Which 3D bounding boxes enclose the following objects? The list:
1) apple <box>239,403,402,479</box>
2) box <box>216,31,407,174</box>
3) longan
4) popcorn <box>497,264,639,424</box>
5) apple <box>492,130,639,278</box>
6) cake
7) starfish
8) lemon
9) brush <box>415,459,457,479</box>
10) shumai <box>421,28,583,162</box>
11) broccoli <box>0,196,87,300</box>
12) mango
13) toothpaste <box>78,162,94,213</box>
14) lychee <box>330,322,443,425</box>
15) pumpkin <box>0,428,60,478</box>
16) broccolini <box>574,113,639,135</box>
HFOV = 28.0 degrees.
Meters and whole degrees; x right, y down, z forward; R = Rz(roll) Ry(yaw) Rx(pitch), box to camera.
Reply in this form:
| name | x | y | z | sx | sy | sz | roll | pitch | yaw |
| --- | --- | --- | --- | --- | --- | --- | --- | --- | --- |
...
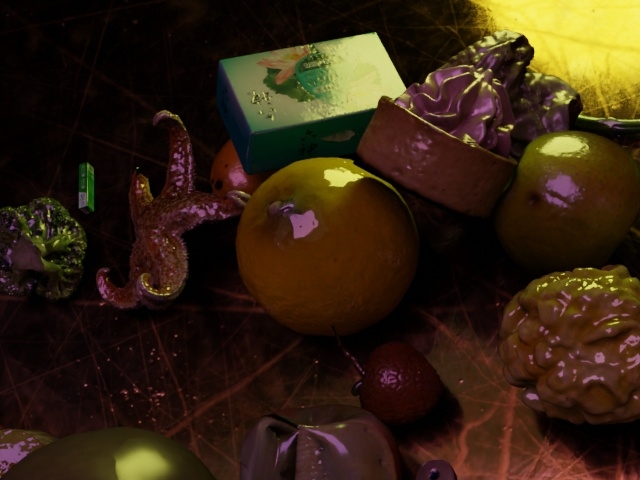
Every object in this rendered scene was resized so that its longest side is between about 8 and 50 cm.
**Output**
| name | x | y | z | sx | sy | sz | roll | pitch | yaw |
| --- | --- | --- | --- | --- | --- | --- | --- | --- | --- |
| apple | 0.000 | 0.298 | 1.553 | 0.207 | 0.174 | 0.188 | -2 | 92 | 21 |
| box | -0.010 | -0.195 | 1.818 | 0.244 | 0.092 | 0.153 | -13 | 55 | -17 |
| longan | -0.239 | 0.400 | 1.494 | 0.360 | 0.361 | 0.361 | -10 | 59 | 18 |
| popcorn | 0.326 | 0.120 | 1.505 | 0.235 | 0.217 | 0.181 | -4 | 88 | 14 |
| apple | 0.305 | -0.045 | 1.597 | 0.157 | 0.196 | 0.196 | 30 | 76 | 3 |
| cake | 0.154 | -0.132 | 1.579 | 0.185 | 0.207 | 0.178 | 26 | 90 | -10 |
| starfish | -0.218 | -0.034 | 1.822 | 0.312 | 0.113 | 0.303 | -11 | 63 | 51 |
| lemon | 0.000 | 0.000 | 1.689 | 0.240 | 0.219 | 0.241 | -12 | 61 | 22 |
| brush | 0.138 | 0.415 | 1.480 | 0.070 | 0.065 | 0.328 | -10 | 56 | 20 |
| shumai | 0.232 | -0.161 | 1.721 | 0.218 | 0.184 | 0.185 | -34 | 83 | 46 |
| broccoli | -0.421 | 0.017 | 1.920 | 0.145 | 0.138 | 0.162 | -20 | 97 | 4 |
| mango | -0.087 | -0.116 | 1.869 | 0.115 | 0.090 | 0.178 | 29 | 73 | 22 |
| toothpaste | -0.366 | -0.082 | 2.010 | 0.017 | 0.020 | 0.083 | -16 | 58 | 17 |
| lychee | 0.089 | 0.174 | 1.623 | 0.140 | 0.101 | 0.114 | 25 | 114 | 46 |
| pumpkin | -0.434 | 0.346 | 1.757 | 0.217 | 0.110 | 0.217 | -10 | 55 | 14 |
| broccolini | 0.437 | -0.156 | 1.699 | 0.239 | 0.051 | 0.054 | 5 | 71 | 33 |
